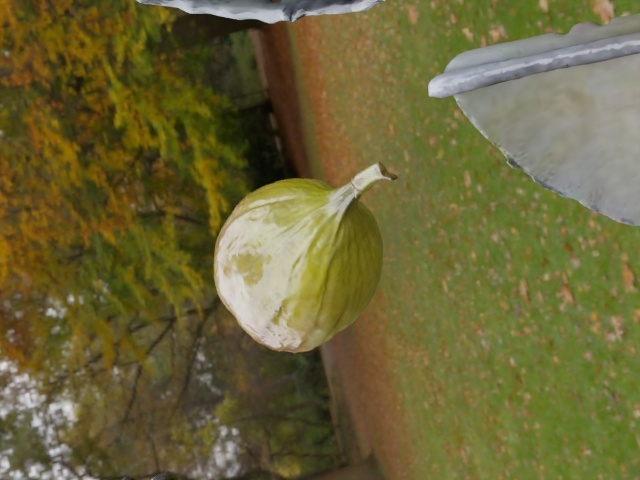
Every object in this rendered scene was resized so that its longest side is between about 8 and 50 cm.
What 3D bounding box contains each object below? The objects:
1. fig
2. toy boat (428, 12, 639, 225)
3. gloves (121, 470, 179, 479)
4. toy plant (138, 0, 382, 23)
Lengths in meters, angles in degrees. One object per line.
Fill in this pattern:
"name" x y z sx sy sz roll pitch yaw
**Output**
"fig" 0.000 0.000 0.778 0.257 0.159 0.159 -46 54 54
"toy boat" 0.272 -0.086 0.577 0.276 0.293 0.111 41 -130 -31
"gloves" -0.057 0.284 0.702 0.285 0.119 0.142 32 -176 -12
"toy plant" 0.013 -0.273 0.320 0.247 0.247 0.332 79 -149 -51
